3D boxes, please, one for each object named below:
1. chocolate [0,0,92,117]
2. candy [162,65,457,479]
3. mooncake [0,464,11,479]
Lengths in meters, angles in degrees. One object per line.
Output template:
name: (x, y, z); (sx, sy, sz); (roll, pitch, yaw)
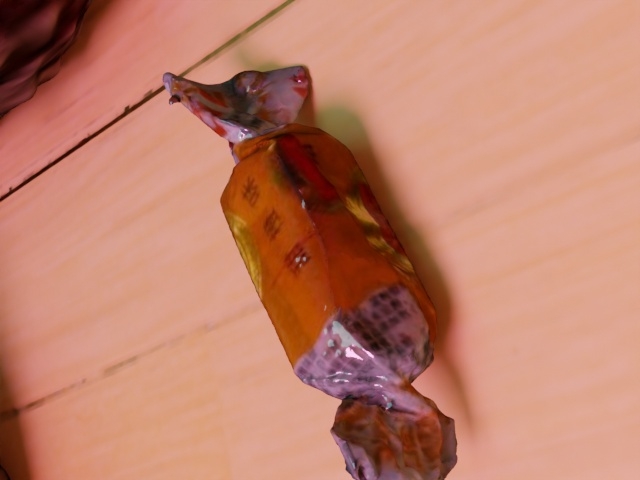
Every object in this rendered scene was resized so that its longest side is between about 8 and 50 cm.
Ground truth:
chocolate: (-0.219, -0.115, 0.561); (0.340, 0.225, 0.210); (-33, 74, 46)
candy: (0.000, 0.000, 0.437); (0.046, 0.053, 0.182); (-51, 53, 33)
mooncake: (-0.326, 0.179, 0.589); (0.378, 0.201, 0.378); (-16, 56, 25)
